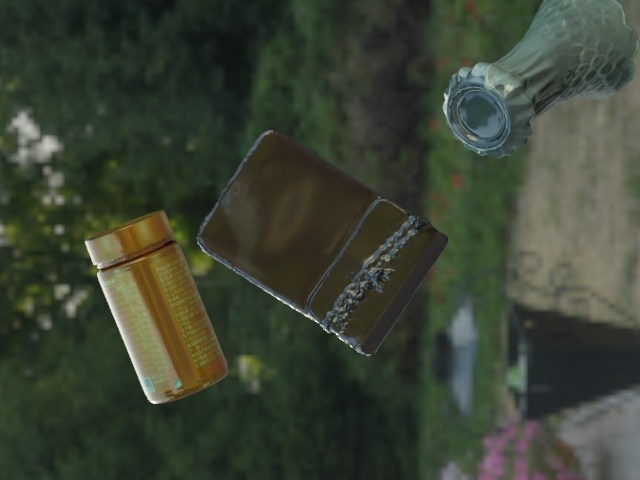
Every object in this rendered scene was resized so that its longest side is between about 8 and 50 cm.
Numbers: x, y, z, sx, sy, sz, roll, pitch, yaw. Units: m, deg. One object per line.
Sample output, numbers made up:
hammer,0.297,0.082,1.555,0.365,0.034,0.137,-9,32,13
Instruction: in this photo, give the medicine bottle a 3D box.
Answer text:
medicine bottle,-0.175,0.072,2.060,0.096,0.096,0.192,-127,14,-85

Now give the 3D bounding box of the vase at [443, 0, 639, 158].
vase,0.139,-0.105,1.242,0.148,0.081,0.081,-35,-44,-48

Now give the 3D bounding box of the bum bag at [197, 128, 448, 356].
bum bag,0.000,0.000,1.388,0.109,0.159,0.026,-58,1,0
